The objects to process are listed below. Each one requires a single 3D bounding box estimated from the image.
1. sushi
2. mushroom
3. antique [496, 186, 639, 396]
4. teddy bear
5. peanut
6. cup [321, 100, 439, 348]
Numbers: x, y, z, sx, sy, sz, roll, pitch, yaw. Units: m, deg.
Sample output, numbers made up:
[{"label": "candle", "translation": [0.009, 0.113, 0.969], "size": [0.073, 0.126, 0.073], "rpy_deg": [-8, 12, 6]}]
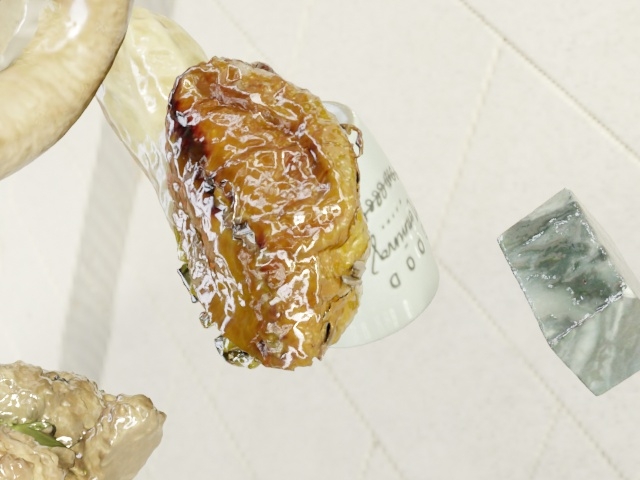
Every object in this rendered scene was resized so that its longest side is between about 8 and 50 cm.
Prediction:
[{"label": "sushi", "translation": [-0.045, -0.023, 1.172], "size": [0.296, 0.166, 0.179], "rpy_deg": [56, 168, 32]}, {"label": "mushroom", "translation": [-0.161, -0.150, 0.764], "size": [0.156, 0.151, 0.286], "rpy_deg": [14, 87, 52]}, {"label": "antique", "translation": [0.233, 0.039, 1.321], "size": [0.086, 0.088, 0.183], "rpy_deg": [-36, 33, 13]}, {"label": "teddy bear", "translation": [-0.232, 0.158, 1.054], "size": [0.296, 0.246, 0.223], "rpy_deg": [62, -171, -60]}, {"label": "peanut", "translation": [-0.118, -0.092, 1.346], "size": [0.298, 0.120, 0.136], "rpy_deg": [56, 165, 13]}, {"label": "cup", "translation": [0.000, 0.000, 1.604], "size": [0.186, 0.258, 0.234], "rpy_deg": [-1, 132, 28]}]
